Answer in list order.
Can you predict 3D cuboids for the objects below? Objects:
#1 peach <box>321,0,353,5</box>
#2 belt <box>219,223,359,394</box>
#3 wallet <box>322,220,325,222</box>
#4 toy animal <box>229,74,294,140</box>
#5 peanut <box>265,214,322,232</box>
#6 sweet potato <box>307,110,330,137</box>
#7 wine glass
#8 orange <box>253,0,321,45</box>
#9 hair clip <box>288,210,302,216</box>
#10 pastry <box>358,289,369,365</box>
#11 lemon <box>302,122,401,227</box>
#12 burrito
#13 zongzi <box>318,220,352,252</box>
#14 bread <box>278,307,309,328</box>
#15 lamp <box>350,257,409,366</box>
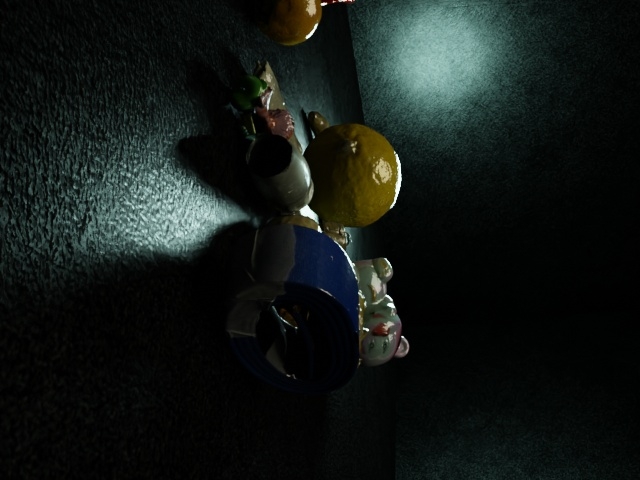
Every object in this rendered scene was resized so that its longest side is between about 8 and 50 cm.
[{"bbox_3d":[-0.002,-0.760,1.647,0.281,0.281,0.338,-64,147,-70],"label":"peach"},{"bbox_3d":[-0.041,0.123,1.075,0.347,0.212,0.117,77,13,-50],"label":"belt"},{"bbox_3d":[0.017,-0.114,1.999,0.095,0.033,0.190,-52,136,-77],"label":"wallet"},{"bbox_3d":[-0.111,-0.227,1.267,0.103,0.100,0.208,-54,164,-4],"label":"toy animal"},{"bbox_3d":[-0.063,0.021,1.246,0.290,0.130,0.130,-62,144,-69],"label":"peanut"},{"bbox_3d":[0.015,-0.290,1.991,0.273,0.075,0.075,70,18,-46],"label":"sweet potato"},{"bbox_3d":[-0.076,-0.128,1.289,0.204,0.111,0.111,57,29,-70],"label":"wine glass"},{"bbox_3d":[-0.074,-0.498,1.426,0.134,0.155,0.154,-28,116,-41],"label":"orange"},{"bbox_3d":[-0.043,0.066,1.478,0.106,0.084,0.292,-27,106,-74],"label":"hair clip"},{"bbox_3d":[0.053,0.223,1.636,0.257,0.121,0.235,-85,-177,-79],"label":"pastry"},{"bbox_3d":[0.075,-0.167,1.717,0.293,0.293,0.293,-6,90,-79],"label":"lemon"},{"bbox_3d":[-0.095,-0.263,1.414,0.275,0.059,0.082,65,34,-58],"label":"burrito"},{"bbox_3d":[0.000,0.000,1.597,0.197,0.099,0.194,-96,-158,-45],"label":"zongzi"},{"bbox_3d":[-0.033,0.206,1.371,0.199,0.104,0.199,-7,90,-84],"label":"bread"},{"bbox_3d":[0.112,0.219,1.933,0.247,0.247,0.301,-27,-108,60],"label":"lamp"}]
